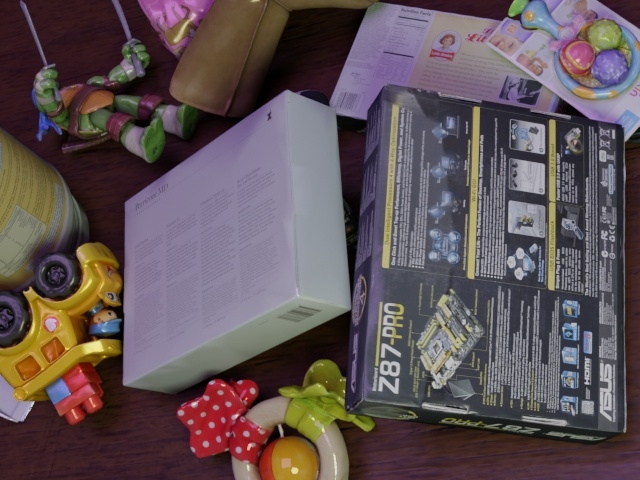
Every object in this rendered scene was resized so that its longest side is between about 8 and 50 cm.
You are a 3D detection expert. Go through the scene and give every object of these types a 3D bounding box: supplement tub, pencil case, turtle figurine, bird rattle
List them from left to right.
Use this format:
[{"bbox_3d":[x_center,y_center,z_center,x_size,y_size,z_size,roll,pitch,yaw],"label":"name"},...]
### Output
[{"bbox_3d":[-0.506,-0.050,1.744,0.241,0.331,0.241,-9,64,20],"label":"supplement tub"},{"bbox_3d":[-0.323,-0.244,1.820,0.266,0.198,0.275,24,95,21],"label":"turtle figurine"},{"bbox_3d":[-0.096,-0.417,1.830,0.386,0.167,0.160,-35,78,5],"label":"pencil case"},{"bbox_3d":[-0.055,0.260,1.541,0.253,0.143,0.207,-18,78,19],"label":"bird rattle"}]

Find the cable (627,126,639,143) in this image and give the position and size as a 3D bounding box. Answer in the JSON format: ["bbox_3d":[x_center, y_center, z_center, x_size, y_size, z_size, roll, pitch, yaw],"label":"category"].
[{"bbox_3d":[0.422,-0.197,1.581,0.184,0.047,0.151,19,81,25],"label":"cable"}]

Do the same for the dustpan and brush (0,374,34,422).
[{"bbox_3d":[-0.499,0.162,1.805,0.211,0.060,0.147,22,78,29],"label":"dustpan and brush"}]

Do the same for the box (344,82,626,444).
[{"bbox_3d":[0.204,0.028,1.449,0.318,0.097,0.395,8,71,-12],"label":"box"}]

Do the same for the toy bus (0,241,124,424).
[{"bbox_3d":[-0.347,0.138,1.687,0.220,0.149,0.211,-37,77,4],"label":"toy bus"}]

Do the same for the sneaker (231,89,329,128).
[{"bbox_3d":[-0.090,-0.157,1.737,0.234,0.084,0.097,-36,45,25],"label":"sneaker"}]

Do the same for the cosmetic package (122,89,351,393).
[{"bbox_3d":[-0.123,0.013,1.600,0.377,0.097,0.284,-28,58,42],"label":"cosmetic package"}]

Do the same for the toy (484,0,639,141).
[{"bbox_3d":[0.341,-0.251,1.563,0.237,0.056,0.137,40,86,26],"label":"toy"}]

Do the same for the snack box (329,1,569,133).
[{"bbox_3d":[0.185,-0.219,1.678,0.322,0.060,0.187,15,75,28],"label":"snack box"}]

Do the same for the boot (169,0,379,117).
[{"bbox_3d":[-0.066,-0.297,1.758,0.089,0.236,0.269,-94,26,-56],"label":"boot"}]

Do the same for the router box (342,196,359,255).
[{"bbox_3d":[0.000,0.000,1.644,0.122,0.092,0.038,-33,59,8],"label":"router box"}]
